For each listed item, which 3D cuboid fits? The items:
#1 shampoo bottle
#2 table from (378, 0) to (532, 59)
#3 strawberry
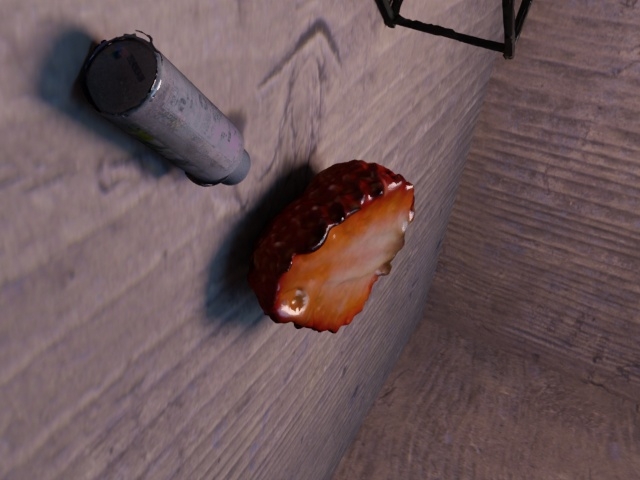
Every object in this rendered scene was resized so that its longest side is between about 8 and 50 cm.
[{"bbox_3d":[-0.119,-0.098,0.538,0.072,0.072,0.214,-68,162,-5],"label":"shampoo bottle"},{"bbox_3d":[0.227,-0.487,0.868,0.335,0.222,0.272,-69,163,1],"label":"table"},{"bbox_3d":[0.000,0.000,0.898,0.336,0.149,0.265,-20,135,-54],"label":"strawberry"}]
